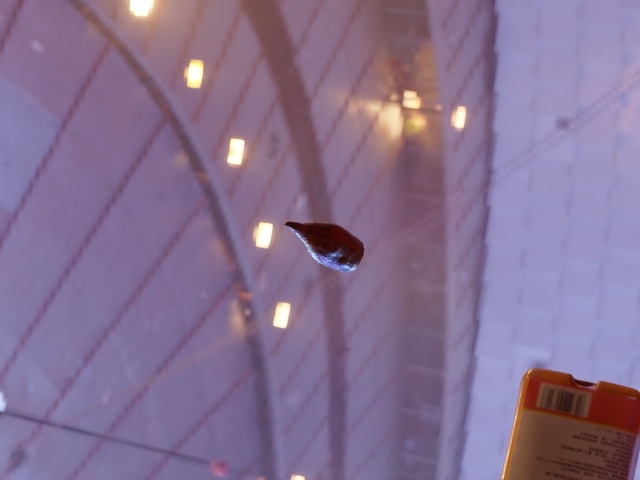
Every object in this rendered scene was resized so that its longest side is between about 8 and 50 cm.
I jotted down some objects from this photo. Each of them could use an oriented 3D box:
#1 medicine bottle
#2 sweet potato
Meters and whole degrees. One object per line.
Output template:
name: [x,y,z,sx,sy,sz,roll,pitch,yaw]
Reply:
medicine bottle: [0.205,0.233,1.273,0.149,0.112,0.222,56,-133,-72]
sweet potato: [0.000,0.000,1.645,0.117,0.049,0.049,26,-106,-42]
